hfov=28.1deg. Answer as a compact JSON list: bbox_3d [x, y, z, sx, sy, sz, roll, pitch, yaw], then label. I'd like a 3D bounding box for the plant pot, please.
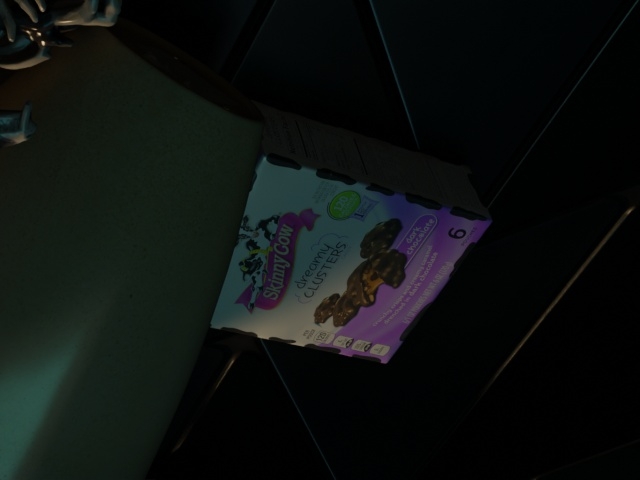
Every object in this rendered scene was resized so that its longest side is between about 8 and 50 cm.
[{"bbox_3d":[-0.160,0.001,0.827,0.256,0.256,0.274,27,104,-34],"label":"plant pot"}]

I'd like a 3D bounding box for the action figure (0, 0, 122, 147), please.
[{"bbox_3d":[-0.187,-0.135,0.674,0.141,0.164,0.276,3,107,5],"label":"action figure"}]

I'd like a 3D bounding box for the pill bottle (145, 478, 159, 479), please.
[{"bbox_3d":[-0.127,0.319,1.193,0.117,0.117,0.215,-26,134,9],"label":"pill bottle"}]

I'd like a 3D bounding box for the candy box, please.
[{"bbox_3d":[0.000,0.000,0.964,0.196,0.070,0.165,14,127,-27],"label":"candy box"}]
